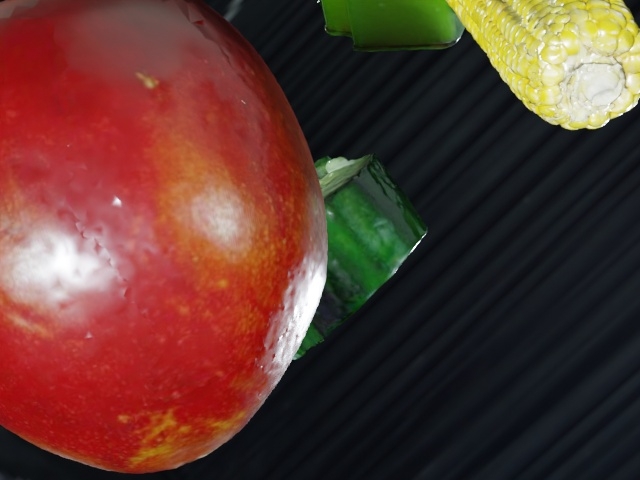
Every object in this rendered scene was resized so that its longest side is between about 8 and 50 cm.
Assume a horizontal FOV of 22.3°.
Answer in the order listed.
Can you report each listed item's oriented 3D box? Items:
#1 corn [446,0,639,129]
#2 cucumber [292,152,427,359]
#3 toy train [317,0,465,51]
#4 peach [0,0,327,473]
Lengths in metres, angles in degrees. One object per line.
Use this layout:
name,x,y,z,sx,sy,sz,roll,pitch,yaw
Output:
corn,0.103,-0.122,0.815,0.072,0.072,0.203,35,-163,-33
cucumber,-0.005,0.006,1.493,0.130,0.191,0.191,46,-164,-10
toy train,0.113,-0.284,1.339,0.307,0.249,0.173,-71,-24,-49
peach,-0.109,-0.002,0.774,0.199,0.243,0.243,-2,-136,-34
